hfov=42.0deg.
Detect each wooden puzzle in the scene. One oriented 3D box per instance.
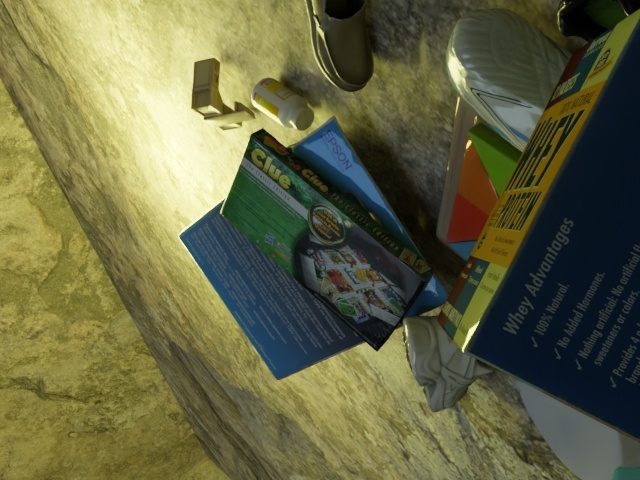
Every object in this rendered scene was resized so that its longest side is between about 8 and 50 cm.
[{"bbox_3d":[0.195,-0.008,0.783,0.221,0.044,0.239,40,153,30],"label":"wooden puzzle"}]

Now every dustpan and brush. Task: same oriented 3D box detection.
[{"bbox_3d":[0.308,0.236,0.901,0.147,0.060,0.211,2,117,64],"label":"dustpan and brush"}]

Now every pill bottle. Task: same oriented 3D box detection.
[{"bbox_3d":[-0.045,-0.167,1.033,0.083,0.043,0.043,39,152,35],"label":"pill bottle"}]

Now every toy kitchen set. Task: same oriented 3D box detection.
[{"bbox_3d":[-0.129,-0.205,1.170,0.068,0.075,0.083,-6,163,24],"label":"toy kitchen set"}]

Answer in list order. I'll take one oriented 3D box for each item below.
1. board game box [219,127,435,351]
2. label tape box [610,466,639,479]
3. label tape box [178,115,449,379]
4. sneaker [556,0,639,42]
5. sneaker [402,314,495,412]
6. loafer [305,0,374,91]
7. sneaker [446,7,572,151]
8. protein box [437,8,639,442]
[{"bbox_3d":[0.000,0.000,0.964,0.259,0.030,0.136,41,136,13],"label":"board game box"},{"bbox_3d":[0.310,0.201,0.500,0.333,0.106,0.240,31,150,-32],"label":"label tape box"},{"bbox_3d":[0.001,0.010,1.069,0.347,0.115,0.249,-32,93,44],"label":"label tape box"},{"bbox_3d":[0.222,-0.125,0.532,0.170,0.074,0.063,41,153,29],"label":"sneaker"},{"bbox_3d":[0.170,0.143,0.983,0.232,0.115,0.090,52,-153,-66],"label":"sneaker"},{"bbox_3d":[0.019,-0.215,0.827,0.050,0.056,0.148,29,147,57],"label":"loafer"},{"bbox_3d":[0.194,-0.088,0.648,0.237,0.085,0.086,46,-179,13],"label":"sneaker"},{"bbox_3d":[0.205,0.012,0.468,0.201,0.200,0.136,27,-177,1],"label":"protein box"}]
